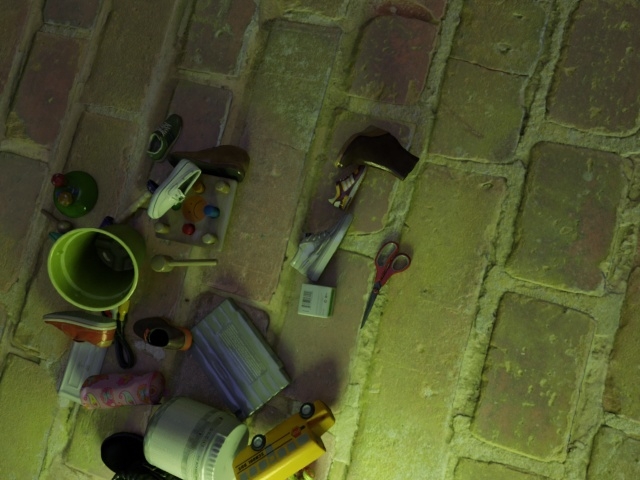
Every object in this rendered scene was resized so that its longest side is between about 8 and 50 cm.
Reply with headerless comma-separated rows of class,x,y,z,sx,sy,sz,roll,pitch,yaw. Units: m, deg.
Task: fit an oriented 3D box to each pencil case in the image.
pencil case,-0.671,0.514,1.628,0.284,0.124,0.124,-7,82,10

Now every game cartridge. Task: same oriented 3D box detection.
game cartridge,-0.280,0.394,1.589,0.230,0.068,0.355,-39,77,1

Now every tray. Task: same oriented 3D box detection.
tray,-0.864,0.452,1.720,0.145,0.030,0.270,15,86,12

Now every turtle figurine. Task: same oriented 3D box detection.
turtle figurine,-0.088,0.789,1.482,0.269,0.087,0.217,32,75,26

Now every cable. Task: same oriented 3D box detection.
cable,-0.732,0.314,1.687,0.139,0.072,0.287,-5,82,17

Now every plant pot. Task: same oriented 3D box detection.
plant pot,-0.716,0.059,1.599,0.276,0.254,0.276,-1,106,-3

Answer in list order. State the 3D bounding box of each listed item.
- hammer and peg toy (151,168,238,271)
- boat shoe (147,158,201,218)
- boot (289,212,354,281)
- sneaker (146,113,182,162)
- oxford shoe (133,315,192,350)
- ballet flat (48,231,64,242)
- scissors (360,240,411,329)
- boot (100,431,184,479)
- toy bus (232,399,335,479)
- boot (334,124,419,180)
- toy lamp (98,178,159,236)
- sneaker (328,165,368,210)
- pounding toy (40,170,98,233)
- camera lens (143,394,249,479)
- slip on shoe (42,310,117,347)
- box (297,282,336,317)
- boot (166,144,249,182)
hammer and peg toy,-0.434,-0.054,1.643,0.265,0.127,0.362,11,85,11
boat shoe,-0.477,-0.160,1.553,0.075,0.083,0.226,31,89,13
boot,0.000,0.000,1.557,0.123,0.095,0.258,32,91,7
sneaker,-0.574,-0.382,1.733,0.064,0.086,0.192,25,88,14
oxford shoe,-0.561,0.310,1.612,0.271,0.098,0.097,4,82,33
ballet flat,-0.902,0.037,1.764,0.247,0.083,0.087,43,69,13
scissors,0.179,0.141,1.544,0.109,0.021,0.297,36,92,11
boot,-0.608,0.739,1.509,0.347,0.260,0.131,16,87,13
toy bus,-0.102,0.633,1.452,0.332,0.108,0.130,-33,44,-1
boot,0.183,-0.259,1.509,0.207,0.090,0.248,39,56,10
toy lamp,-0.699,-0.109,1.732,0.274,0.080,0.080,-41,77,2
sneaker,0.094,-0.195,1.576,0.083,0.069,0.186,27,88,9
pounding toy,-0.962,-0.161,1.776,0.183,0.110,0.237,36,91,14
camera lens,-0.391,0.627,1.486,0.274,0.219,0.220,12,86,21
slip on shoe,-0.856,0.308,1.673,0.331,0.123,0.101,6,92,24
box,-0.010,0.194,1.540,0.101,0.087,0.101,7,85,12
boot,-0.396,-0.285,1.692,0.305,0.112,0.115,10,60,13
